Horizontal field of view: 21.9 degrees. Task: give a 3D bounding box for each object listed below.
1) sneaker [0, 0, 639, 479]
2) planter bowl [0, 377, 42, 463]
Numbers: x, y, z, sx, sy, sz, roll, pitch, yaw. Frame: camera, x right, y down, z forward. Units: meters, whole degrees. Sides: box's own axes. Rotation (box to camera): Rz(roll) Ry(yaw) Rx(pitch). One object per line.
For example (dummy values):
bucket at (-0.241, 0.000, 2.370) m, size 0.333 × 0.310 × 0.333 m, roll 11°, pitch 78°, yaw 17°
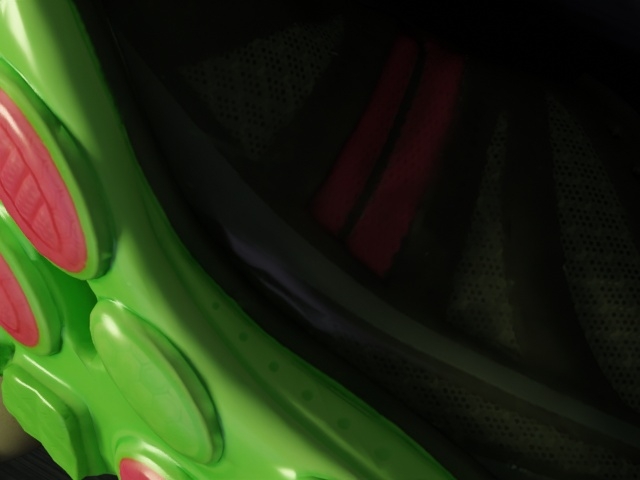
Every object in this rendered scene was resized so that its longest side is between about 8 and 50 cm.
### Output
sneaker at (0.000, 0.000, 0.567) m, size 0.482 × 0.202 × 0.185 m, roll 53°, pitch 144°, yaw 0°
planter bowl at (-0.289, 0.129, 1.407) m, size 0.162 × 0.109 × 0.162 m, roll 29°, pitch 159°, yaw 12°
